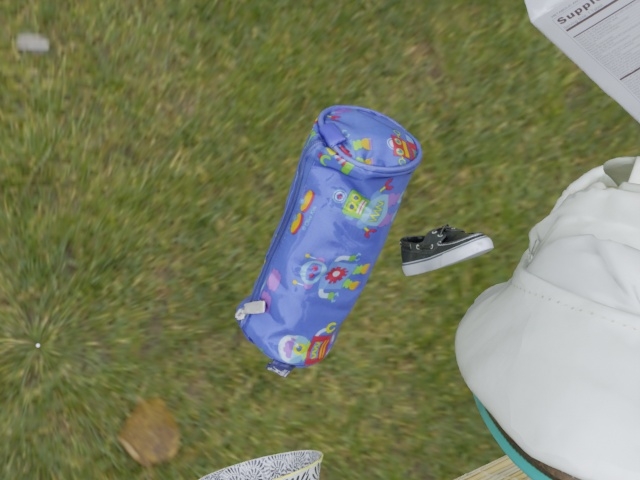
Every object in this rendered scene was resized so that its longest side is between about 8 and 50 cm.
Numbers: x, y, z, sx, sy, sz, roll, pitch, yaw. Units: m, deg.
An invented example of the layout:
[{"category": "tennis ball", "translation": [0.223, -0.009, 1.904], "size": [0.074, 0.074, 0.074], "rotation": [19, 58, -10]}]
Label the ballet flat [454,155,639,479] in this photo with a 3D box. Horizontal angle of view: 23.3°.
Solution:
[{"category": "ballet flat", "translation": [0.152, 0.022, 0.808], "size": [0.139, 0.400, 0.139], "rotation": [1, 99, 9]}]

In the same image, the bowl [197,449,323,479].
[{"category": "bowl", "translation": [-0.070, 0.319, 1.897], "size": [0.170, 0.170, 0.080], "rotation": [-14, 93, -11]}]

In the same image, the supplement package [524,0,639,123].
[{"category": "supplement package", "translation": [0.266, -0.190, 1.198], "size": [0.244, 0.139, 0.134], "rotation": [33, 36, -42]}]

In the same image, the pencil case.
[{"category": "pencil case", "translation": [0.000, 0.000, 1.719], "size": [0.133, 0.119, 0.306], "rotation": [1, 126, -35]}]

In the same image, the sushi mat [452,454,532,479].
[{"category": "sushi mat", "translation": [0.141, 0.158, 1.012], "size": [0.316, 0.151, 0.019], "rotation": [-16, 96, -43]}]

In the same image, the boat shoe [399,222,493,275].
[{"category": "boat shoe", "translation": [0.118, 0.006, 1.526], "size": [0.049, 0.142, 0.040], "rotation": [-17, 89, -29]}]
